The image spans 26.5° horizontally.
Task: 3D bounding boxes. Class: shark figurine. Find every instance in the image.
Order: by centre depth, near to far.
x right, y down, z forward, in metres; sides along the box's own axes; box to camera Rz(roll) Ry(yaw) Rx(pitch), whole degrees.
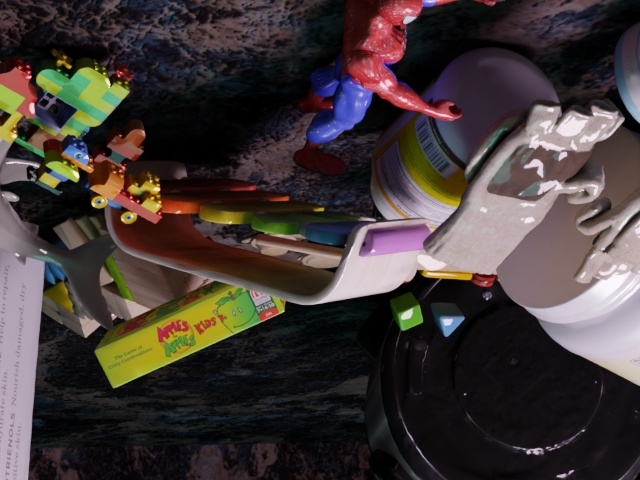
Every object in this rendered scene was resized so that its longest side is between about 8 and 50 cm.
[{"bbox_3d":[-0.305,-0.010,1.271,0.166,0.116,0.278,-4,145,18],"label":"shark figurine"}]

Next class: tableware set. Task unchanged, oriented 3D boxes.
[{"bbox_3d":[0.000,0.000,1.632,0.169,0.020,0.141,13,154,-42],"label":"tableware set"}]

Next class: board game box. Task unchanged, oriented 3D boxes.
[{"bbox_3d":[-0.124,0.078,1.329,0.181,0.043,0.092,-24,-171,4],"label":"board game box"}]

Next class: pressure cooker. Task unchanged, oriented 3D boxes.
[{"bbox_3d":[0.248,0.226,1.845,0.376,0.369,0.420,-6,165,-5],"label":"pressure cooker"}]

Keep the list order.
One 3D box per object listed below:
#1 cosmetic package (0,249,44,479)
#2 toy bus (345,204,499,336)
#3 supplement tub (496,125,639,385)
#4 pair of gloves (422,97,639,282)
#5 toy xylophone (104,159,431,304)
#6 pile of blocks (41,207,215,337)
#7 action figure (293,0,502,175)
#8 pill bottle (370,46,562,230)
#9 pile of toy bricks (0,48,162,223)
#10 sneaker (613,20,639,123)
[{"bbox_3d":[-0.516,0.124,1.349,0.329,0.327,0.394,-2,164,17],"label":"cosmetic package"},{"bbox_3d":[0.124,-0.019,1.451,0.191,0.104,0.202,-34,126,1],"label":"toy bus"},{"bbox_3d":[0.361,0.037,1.383,0.325,0.235,0.235,27,149,-29],"label":"supplement tub"},{"bbox_3d":[0.223,-0.038,1.117,0.240,0.042,0.204,9,139,-18],"label":"pair of gloves"},{"bbox_3d":[-0.045,-0.010,1.269,0.323,0.081,0.236,13,-170,26],"label":"toy xylophone"},{"bbox_3d":[-0.220,0.012,1.520,0.112,0.149,0.362,-44,-163,-30],"label":"pile of blocks"},{"bbox_3d":[0.065,-0.131,1.086,0.139,0.091,0.280,5,163,-7],"label":"action figure"},{"bbox_3d":[0.119,-0.080,1.218,0.117,0.117,0.215,2,163,-19],"label":"pill bottle"},{"bbox_3d":[-0.200,-0.109,1.116,0.212,0.118,0.105,30,117,-35],"label":"pile of toy bricks"},{"bbox_3d":[0.419,-0.138,1.085,0.319,0.127,0.208,4,163,-28],"label":"sneaker"}]
